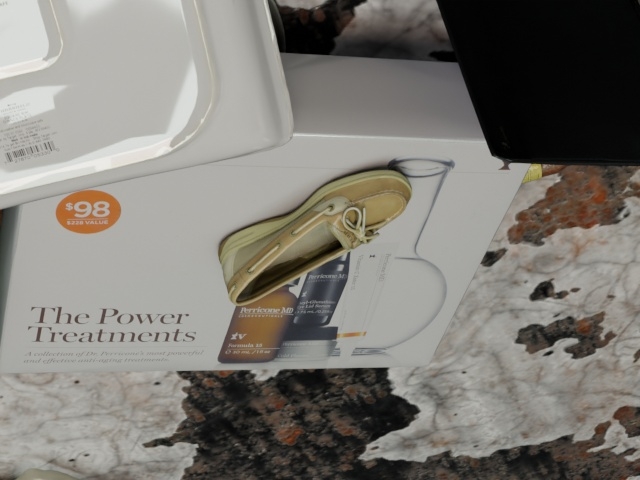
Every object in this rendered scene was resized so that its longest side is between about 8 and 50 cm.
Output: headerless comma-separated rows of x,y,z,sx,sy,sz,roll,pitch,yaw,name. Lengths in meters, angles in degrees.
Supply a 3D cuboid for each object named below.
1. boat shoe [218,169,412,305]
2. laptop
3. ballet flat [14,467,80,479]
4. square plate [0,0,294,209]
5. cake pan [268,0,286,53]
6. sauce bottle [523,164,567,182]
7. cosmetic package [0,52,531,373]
-0.001,-0.001,1.018,0.153,0.048,0.056,-22,140,9,boat shoe
0.198,-0.097,1.051,0.136,0.234,0.264,-22,142,12,laptop
-0.339,0.293,1.486,0.342,0.116,0.124,10,116,-29,ballet flat
-0.204,-0.145,0.823,0.347,0.049,0.344,-14,130,-4,square plate
-0.166,-0.111,1.063,0.293,0.054,0.293,-9,142,-7,cake pan
0.185,-0.072,1.235,0.128,0.042,0.042,-12,142,-1,sauce bottle
-0.055,-0.015,1.101,0.377,0.097,0.284,0,137,-18,cosmetic package
